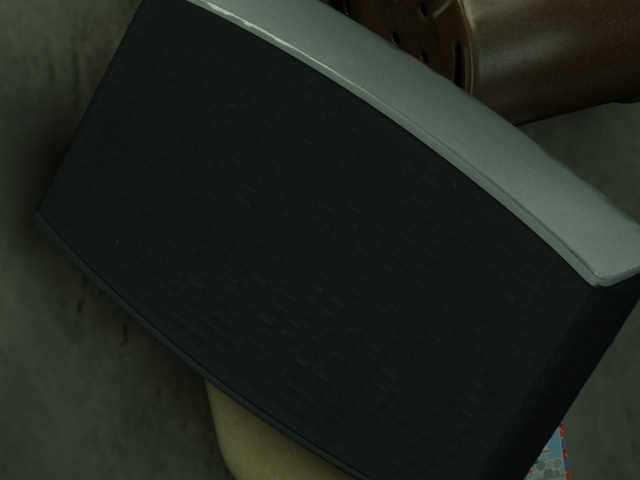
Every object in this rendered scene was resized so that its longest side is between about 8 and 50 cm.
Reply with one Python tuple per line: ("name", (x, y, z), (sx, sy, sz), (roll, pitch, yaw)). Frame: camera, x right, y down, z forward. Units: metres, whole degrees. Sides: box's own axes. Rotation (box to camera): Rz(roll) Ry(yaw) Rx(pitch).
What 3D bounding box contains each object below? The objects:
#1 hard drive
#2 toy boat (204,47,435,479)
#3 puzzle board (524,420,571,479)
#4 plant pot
("hard drive", (0.000, 0.000, 0.827), (0.172, 0.255, 0.054), (-60, 164, 17))
("toy boat", (0.026, 0.017, 0.934), (0.151, 0.151, 0.231), (-14, 93, -63))
("puzzle board", (0.085, 0.146, 1.013), (0.128, 0.011, 0.096), (-5, 87, -33))
("plant pot", (0.107, -0.131, 0.979), (0.165, 0.167, 0.167), (-20, 95, -26))
